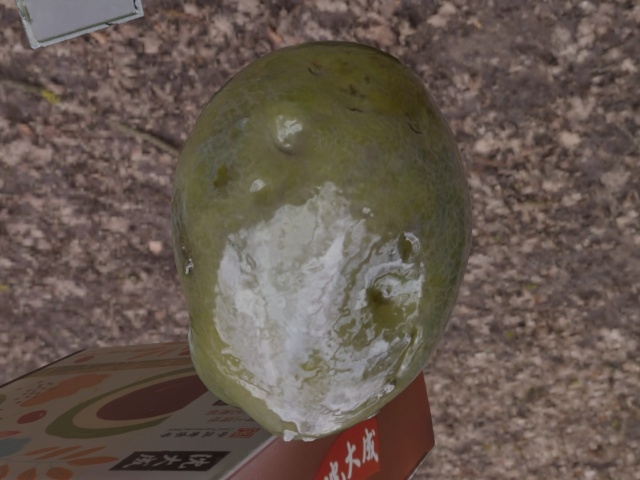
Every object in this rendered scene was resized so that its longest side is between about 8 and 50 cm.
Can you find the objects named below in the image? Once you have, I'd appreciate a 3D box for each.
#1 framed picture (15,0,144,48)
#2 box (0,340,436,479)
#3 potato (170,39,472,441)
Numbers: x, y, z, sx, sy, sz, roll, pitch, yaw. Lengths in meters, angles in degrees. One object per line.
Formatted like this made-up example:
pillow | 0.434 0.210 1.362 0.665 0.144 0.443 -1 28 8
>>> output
framed picture | -0.405 -0.459 1.450 0.209 0.019 0.281 -21 132 -19
box | -0.148 0.182 0.737 0.385 0.122 0.344 -7 -172 27
potato | 0.000 0.000 0.540 0.178 0.235 0.160 12 175 4
